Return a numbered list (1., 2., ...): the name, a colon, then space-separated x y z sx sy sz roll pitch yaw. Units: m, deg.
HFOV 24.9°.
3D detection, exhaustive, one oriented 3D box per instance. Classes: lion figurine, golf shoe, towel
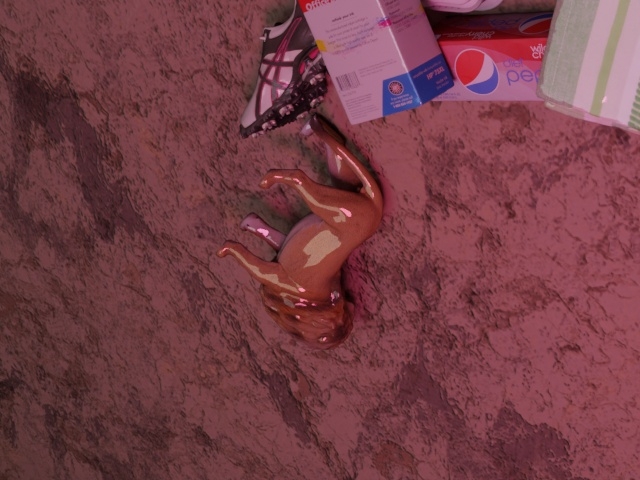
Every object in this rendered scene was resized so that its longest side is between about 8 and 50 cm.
1. lion figurine: 0.000 0.000 2.197 0.240 0.142 0.392 36 135 3
2. golf shoe: -0.043 -0.246 2.081 0.273 0.105 0.120 -43 74 45
3. towel: 0.420 -0.221 1.635 0.325 0.038 0.248 20 117 18

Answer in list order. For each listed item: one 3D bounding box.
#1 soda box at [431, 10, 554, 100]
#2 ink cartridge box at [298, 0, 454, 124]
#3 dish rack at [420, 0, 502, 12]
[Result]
1. soda box: 0.254 -0.230 1.820 0.263 0.083 0.092 5 124 40
2. ink cartridge box: 0.061 -0.275 1.842 0.134 0.078 0.231 -11 106 47
3. dish rack: 0.085 -0.435 1.817 0.285 0.072 0.333 12 130 34
